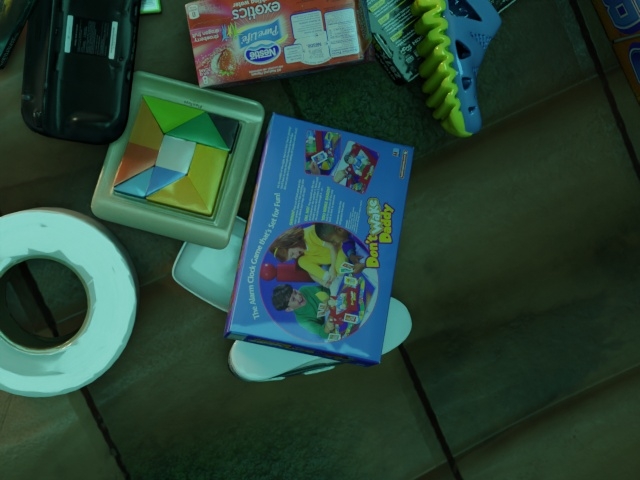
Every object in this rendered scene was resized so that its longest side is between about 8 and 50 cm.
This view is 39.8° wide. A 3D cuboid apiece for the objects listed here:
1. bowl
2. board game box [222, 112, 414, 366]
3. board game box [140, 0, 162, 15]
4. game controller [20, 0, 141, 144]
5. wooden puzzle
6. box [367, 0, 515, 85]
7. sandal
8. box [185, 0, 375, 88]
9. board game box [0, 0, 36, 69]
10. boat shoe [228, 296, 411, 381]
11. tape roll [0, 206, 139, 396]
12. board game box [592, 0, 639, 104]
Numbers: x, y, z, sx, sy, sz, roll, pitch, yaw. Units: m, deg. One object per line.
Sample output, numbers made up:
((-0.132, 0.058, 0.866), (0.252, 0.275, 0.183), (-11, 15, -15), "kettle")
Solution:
((-0.152, 0.030, 1.412), (0.142, 0.053, 0.142), (32, 91, -10), "bowl")
((0.000, 0.000, 1.364), (0.233, 0.078, 0.347), (13, 75, -9), "board game box")
((-0.322, -0.473, 1.351), (0.124, 0.039, 0.260), (-7, 99, -5), "board game box")
((-0.357, -0.307, 1.326), (0.166, 0.067, 0.319), (8, 100, -2), "game controller")
((-0.219, -0.125, 1.362), (0.220, 0.044, 0.239), (15, 85, 1), "wooden puzzle")
((0.181, -0.443, 1.404), (0.322, 0.079, 0.257), (-38, 97, -3), "box")
((0.211, -0.315, 1.323), (0.138, 0.126, 0.318), (-11, 98, -10), "sandal")
((-0.057, -0.309, 1.323), (0.256, 0.122, 0.128), (-8, 97, 13), "box")
((-0.483, -0.364, 1.299), (0.126, 0.026, 0.186), (37, 111, 4), "board game box")
((-0.003, 0.164, 1.422), (0.301, 0.102, 0.108), (-17, 79, -16), "boat shoe")
((-0.423, 0.090, 1.356), (0.286, 0.100, 0.286), (-1, 96, -8), "tape roll")
((0.666, -0.402, 1.331), (0.356, 0.356, 0.356), (-28, 98, -4), "board game box")
